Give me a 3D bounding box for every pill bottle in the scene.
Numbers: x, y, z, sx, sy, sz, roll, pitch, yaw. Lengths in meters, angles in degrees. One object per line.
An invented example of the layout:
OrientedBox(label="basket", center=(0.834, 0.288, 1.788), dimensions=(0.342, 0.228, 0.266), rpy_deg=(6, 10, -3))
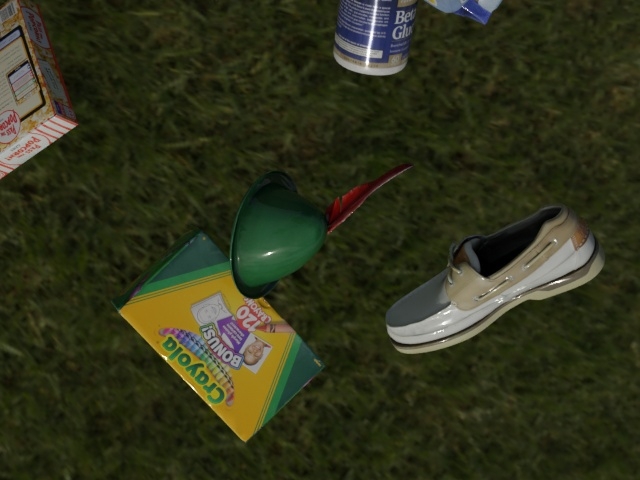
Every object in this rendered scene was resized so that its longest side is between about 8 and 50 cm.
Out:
OrientedBox(label="pill bottle", center=(0.070, -0.292, 1.469), dimensions=(0.094, 0.094, 0.169), rpy_deg=(-12, 128, -27))

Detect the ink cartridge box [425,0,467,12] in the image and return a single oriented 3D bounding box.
OrientedBox(label="ink cartridge box", center=(0.022, -0.338, 0.919), dimensions=(0.270, 0.395, 0.151), rpy_deg=(37, 93, 10))

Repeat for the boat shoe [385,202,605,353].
OrientedBox(label="boat shoe", center=(0.206, 0.042, 1.580), dimensions=(0.302, 0.113, 0.103), rpy_deg=(-28, 124, 16))

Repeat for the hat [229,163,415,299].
OrientedBox(label="hat", center=(0.000, 0.000, 1.636), dimensions=(0.173, 0.183, 0.208), rpy_deg=(-33, 131, -53))

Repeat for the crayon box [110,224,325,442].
OrientedBox(label="crayon box", center=(-0.147, 0.134, 1.773), dimensions=(0.165, 0.081, 0.278), rpy_deg=(-44, 108, -7))

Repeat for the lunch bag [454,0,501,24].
OrientedBox(label="lunch bag", center=(0.191, -0.496, 1.678), dimensions=(0.239, 0.385, 0.328), rpy_deg=(34, 100, -11))

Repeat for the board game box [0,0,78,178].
OrientedBox(label="board game box", center=(-0.399, -0.192, 1.550), dimensions=(0.147, 0.193, 0.045), rpy_deg=(-30, 155, 19))
